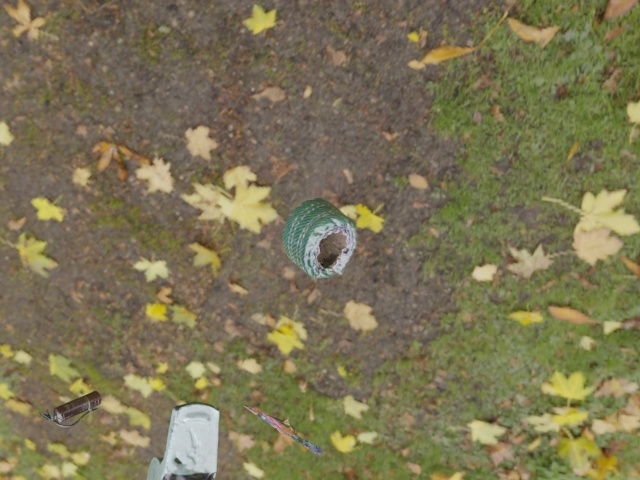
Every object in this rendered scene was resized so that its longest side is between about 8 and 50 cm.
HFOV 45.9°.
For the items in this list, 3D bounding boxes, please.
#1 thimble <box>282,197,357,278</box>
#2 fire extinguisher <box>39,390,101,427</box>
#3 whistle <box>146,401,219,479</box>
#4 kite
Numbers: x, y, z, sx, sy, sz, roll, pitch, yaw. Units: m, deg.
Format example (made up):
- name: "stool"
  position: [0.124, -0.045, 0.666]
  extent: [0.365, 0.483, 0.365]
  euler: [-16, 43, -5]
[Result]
- name: "thimble"
  position: [-0.001, -0.001, 1.382]
  extent: [0.090, 0.118, 0.135]
  euler: [43, 133, 42]
- name: "fire extinguisher"
  position: [-0.657, 0.454, 2.011]
  extent: [0.078, 0.157, 0.045]
  euler: [41, 126, 26]
- name: "whistle"
  position: [-0.390, 0.669, 2.180]
  extent: [0.168, 0.188, 0.405]
  euler: [7, 119, -24]
- name: "kite"
  position: [-0.092, 0.438, 1.787]
  extent: [0.233, 0.016, 0.321]
  euler: [26, 160, 24]
